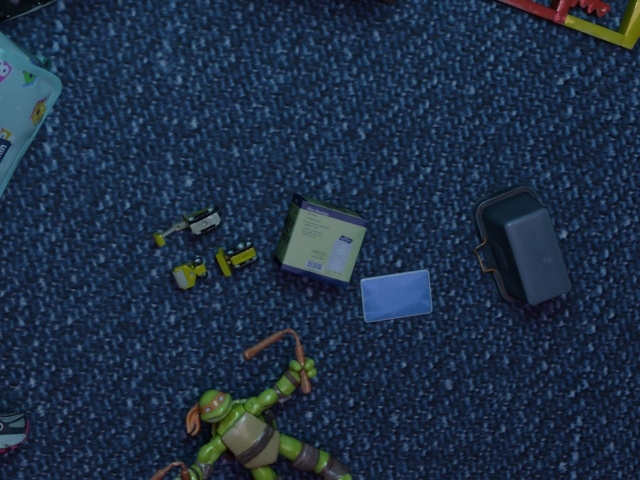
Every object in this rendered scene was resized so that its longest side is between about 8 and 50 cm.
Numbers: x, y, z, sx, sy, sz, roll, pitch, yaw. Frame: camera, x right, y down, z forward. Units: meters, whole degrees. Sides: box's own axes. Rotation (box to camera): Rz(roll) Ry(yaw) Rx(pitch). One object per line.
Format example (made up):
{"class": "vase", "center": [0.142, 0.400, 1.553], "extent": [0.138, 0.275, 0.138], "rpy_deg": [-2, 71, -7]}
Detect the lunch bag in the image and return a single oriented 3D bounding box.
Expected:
{"class": "lunch bag", "center": [-0.381, -0.116, 1.817], "extent": [0.160, 0.262, 0.223], "rpy_deg": [30, 93, -15]}

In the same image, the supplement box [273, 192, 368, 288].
{"class": "supplement box", "center": [0.000, 0.000, 2.022], "extent": [0.083, 0.056, 0.083], "rpy_deg": [16, 98, -14]}

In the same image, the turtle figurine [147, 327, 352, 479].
{"class": "turtle figurine", "center": [-0.082, 0.245, 2.040], "extent": [0.269, 0.087, 0.217], "rpy_deg": [-47, 114, -8]}

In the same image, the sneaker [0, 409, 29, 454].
{"class": "sneaker", "center": [-0.462, 0.173, 1.937], "extent": [0.299, 0.121, 0.112], "rpy_deg": [16, 77, -19]}

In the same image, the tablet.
{"class": "tablet", "center": [0.089, 0.065, 2.079], "extent": [0.083, 0.006, 0.054], "rpy_deg": [-8, 103, -9]}

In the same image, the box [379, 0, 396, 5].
{"class": "box", "center": [-0.008, -0.369, 1.849], "extent": [0.203, 0.168, 0.167], "rpy_deg": [15, 99, -48]}

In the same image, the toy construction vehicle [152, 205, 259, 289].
{"class": "toy construction vehicle", "center": [-0.131, 0.005, 2.013], "extent": [0.098, 0.035, 0.086], "rpy_deg": [-27, 116, -2]}

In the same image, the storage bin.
{"class": "storage bin", "center": [0.234, 0.013, 2.054], "extent": [0.098, 0.091, 0.135], "rpy_deg": [-21, 104, -7]}

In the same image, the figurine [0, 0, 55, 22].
{"class": "figurine", "center": [-0.286, -0.352, 1.835], "extent": [0.215, 0.092, 0.209], "rpy_deg": [-12, 105, 27]}

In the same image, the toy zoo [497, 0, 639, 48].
{"class": "toy zoo", "center": [0.297, -0.341, 2.026], "extent": [0.293, 0.030, 0.192], "rpy_deg": [18, 97, -14]}
